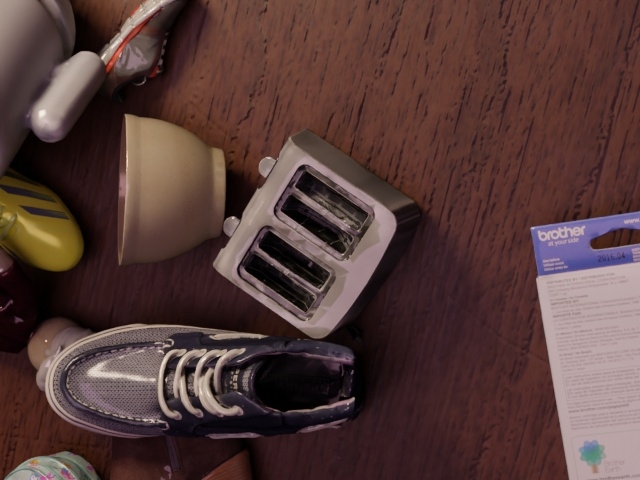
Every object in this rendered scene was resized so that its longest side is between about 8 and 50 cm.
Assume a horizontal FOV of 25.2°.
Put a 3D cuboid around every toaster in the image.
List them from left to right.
[{"bbox_3d":[0.000,0.000,1.502,0.186,0.110,0.168,35,106,9],"label":"toaster"}]

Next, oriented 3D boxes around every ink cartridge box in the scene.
[{"bbox_3d":[0.327,0.122,1.447,0.186,0.065,0.311,-9,97,17],"label":"ink cartridge box"}]

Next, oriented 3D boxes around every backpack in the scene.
[{"bbox_3d":[-0.323,0.329,1.637,0.152,0.115,0.182,41,103,10],"label":"backpack"}]

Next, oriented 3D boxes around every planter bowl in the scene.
[{"bbox_3d":[-0.158,-0.052,1.529,0.109,0.162,0.162,1,98,-10],"label":"planter bowl"}]

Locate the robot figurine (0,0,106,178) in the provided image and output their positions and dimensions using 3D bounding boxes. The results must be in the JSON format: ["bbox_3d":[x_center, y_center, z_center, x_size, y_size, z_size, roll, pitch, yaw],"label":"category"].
[{"bbox_3d":[-0.381,-0.182,1.495,0.300,0.353,0.199,17,139,4],"label":"robot figurine"}]

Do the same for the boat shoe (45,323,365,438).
[{"bbox_3d":[-0.117,0.140,1.476,0.341,0.158,0.127,-2,81,-5],"label":"boat shoe"}]

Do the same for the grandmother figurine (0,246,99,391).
[{"bbox_3d":[-0.382,0.055,1.619,0.342,0.208,0.104,37,61,2],"label":"grandmother figurine"}]

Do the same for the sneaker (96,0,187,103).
[{"bbox_3d":[-0.190,-0.213,1.569,0.065,0.061,0.158,41,109,-20],"label":"sneaker"}]

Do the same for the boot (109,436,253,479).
[{"bbox_3d":[-0.207,0.246,1.575,0.248,0.090,0.206,-21,85,-13],"label":"boot"}]

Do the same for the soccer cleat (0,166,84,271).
[{"bbox_3d":[-0.390,-0.061,1.602,0.289,0.121,0.093,42,106,8],"label":"soccer cleat"}]
